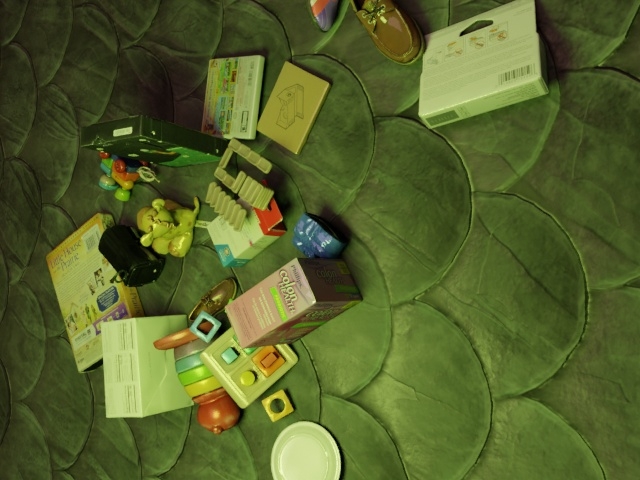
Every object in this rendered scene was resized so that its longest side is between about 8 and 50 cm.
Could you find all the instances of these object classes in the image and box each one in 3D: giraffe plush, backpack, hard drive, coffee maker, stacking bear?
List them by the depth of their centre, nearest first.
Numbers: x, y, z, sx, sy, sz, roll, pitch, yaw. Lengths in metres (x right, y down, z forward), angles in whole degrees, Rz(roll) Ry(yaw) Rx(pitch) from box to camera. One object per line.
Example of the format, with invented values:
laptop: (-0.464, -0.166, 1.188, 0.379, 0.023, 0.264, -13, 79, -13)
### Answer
backpack: (0.000, 0.000, 1.665, 0.120, 0.098, 0.101, 36, 105, 20)
stacking bear: (-0.304, 0.374, 1.809, 0.164, 0.175, 0.289, -22, 84, 18)
hard drive: (-0.436, -0.262, 1.819, 0.236, 0.338, 0.064, -3, 84, 34)
giraffe plush: (-0.446, -0.045, 1.911, 0.210, 0.170, 0.182, -12, 80, 32)
coffee maker: (-0.577, 0.041, 1.990, 0.178, 0.171, 0.120, 44, 100, 25)

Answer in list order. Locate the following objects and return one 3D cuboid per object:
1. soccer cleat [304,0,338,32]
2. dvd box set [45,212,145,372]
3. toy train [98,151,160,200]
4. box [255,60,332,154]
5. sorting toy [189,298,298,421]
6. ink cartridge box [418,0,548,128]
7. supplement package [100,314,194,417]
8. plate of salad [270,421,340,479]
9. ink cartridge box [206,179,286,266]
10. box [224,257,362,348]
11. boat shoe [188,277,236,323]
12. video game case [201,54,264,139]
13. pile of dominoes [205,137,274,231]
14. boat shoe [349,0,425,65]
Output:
soccer cleat: (0.025, -0.685, 1.687, 0.116, 0.108, 0.319, -2, 83, 29)
dvd box set: (-0.716, 0.167, 2.140, 0.307, 0.062, 0.421, -33, 71, 27)
toy train: (-0.589, -0.182, 2.061, 0.248, 0.105, 0.144, 38, 118, 29)
box: (-0.074, -0.351, 1.778, 0.164, 0.021, 0.201, 34, 106, 30)
sorting toy: (-0.182, 0.302, 1.719, 0.196, 0.047, 0.348, -41, 85, -7)
ink cartridge box: (0.353, -0.391, 1.483, 0.275, 0.060, 0.239, -13, 56, 32)
supplement package: (-0.485, 0.349, 1.893, 0.145, 0.204, 0.262, -10, 82, 31)
plate of salad: (-0.035, 0.555, 1.682, 0.199, 0.048, 0.200, -7, 75, 26)
ink cartridge box: (-0.184, -0.043, 1.795, 0.231, 0.078, 0.134, -36, 68, 26)
box: (-0.063, 0.152, 1.625, 0.243, 0.213, 0.117, -35, 69, 26)
boat shoe: (-0.300, 0.173, 1.868, 0.178, 0.060, 0.064, -46, 65, 22)
video game case: (-0.247, -0.397, 1.879, 0.206, 0.026, 0.227, 8, 92, 39)
pile of dominoes: (-0.210, -0.145, 1.775, 0.251, 0.040, 0.196, 38, 102, 50)
boat shoe: (0.132, -0.538, 1.595, 0.110, 0.104, 0.307, -43, 62, 24)
